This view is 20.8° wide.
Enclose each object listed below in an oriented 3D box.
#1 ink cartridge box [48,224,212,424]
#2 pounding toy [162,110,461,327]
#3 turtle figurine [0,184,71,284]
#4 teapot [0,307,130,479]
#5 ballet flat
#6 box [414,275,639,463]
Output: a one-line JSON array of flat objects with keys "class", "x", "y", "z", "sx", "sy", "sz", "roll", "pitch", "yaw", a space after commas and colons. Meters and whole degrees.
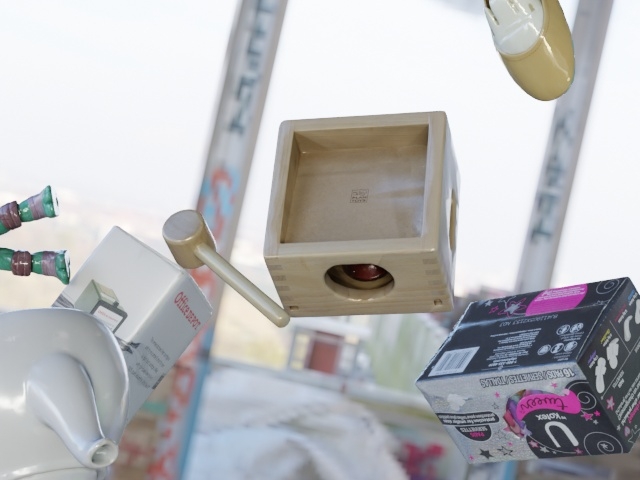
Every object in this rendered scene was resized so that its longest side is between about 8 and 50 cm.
[{"class": "ink cartridge box", "x": -0.267, "y": 0.140, "z": 2.107, "sx": 0.115, "sy": 0.273, "sz": 0.198, "roll": 35, "pitch": -10, "yaw": 14}, {"class": "pounding toy", "x": -0.006, "y": 0.008, "z": 1.287, "sx": 0.206, "sy": 0.181, "sz": 0.094, "roll": -3, "pitch": -35, "yaw": 13}, {"class": "turtle figurine", "x": -0.411, "y": 0.011, "z": 2.001, "sx": 0.234, "sy": 0.175, "sz": 0.118, "roll": -11, "pitch": 31, "yaw": -1}, {"class": "teapot", "x": -0.285, "y": 0.187, "z": 1.607, "sx": 0.253, "sy": 0.187, "sz": 0.256, "roll": -19, "pitch": -17, "yaw": 6}, {"class": "ballet flat", "x": 0.174, "y": -0.235, "z": 1.640, "sx": 0.080, "sy": 0.232, "sz": 0.073, "roll": -32, "pitch": -31, "yaw": 31}, {"class": "box", "x": 0.267, "y": 0.160, "z": 2.057, "sx": 0.247, "sy": 0.163, "sz": 0.142, "roll": -13, "pitch": -61, "yaw": 45}]
